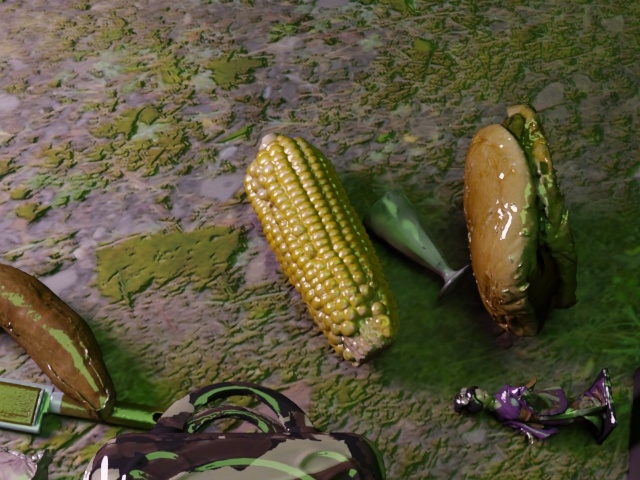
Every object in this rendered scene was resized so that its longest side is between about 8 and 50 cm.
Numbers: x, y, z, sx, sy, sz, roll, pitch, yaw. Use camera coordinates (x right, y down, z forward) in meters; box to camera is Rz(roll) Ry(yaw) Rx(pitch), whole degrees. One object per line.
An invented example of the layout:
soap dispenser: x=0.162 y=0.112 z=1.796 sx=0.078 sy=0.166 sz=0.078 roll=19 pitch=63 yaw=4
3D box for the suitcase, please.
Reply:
suitcase: x=-0.090 y=0.325 z=1.187 sx=0.351 sy=0.194 sz=0.339 roll=1 pitch=53 yaw=-11

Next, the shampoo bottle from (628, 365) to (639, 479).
shampoo bottle: x=0.452 y=0.240 z=1.402 sx=0.080 sy=0.079 sz=0.246 roll=16 pitch=58 yaw=-3

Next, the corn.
corn: x=0.000 y=0.000 z=1.430 sx=0.130 sy=0.130 sz=0.347 roll=-20 pitch=67 yaw=-21

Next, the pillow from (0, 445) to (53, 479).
pillow: x=-0.441 y=0.270 z=1.227 sx=0.255 sy=0.059 sz=0.169 roll=24 pitch=60 yaw=6

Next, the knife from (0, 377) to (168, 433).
knife: x=-0.345 y=0.201 z=1.304 sx=0.343 sy=0.027 sz=0.061 roll=11 pitch=63 yaw=-4

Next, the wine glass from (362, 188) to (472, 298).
wine glass: x=0.133 y=0.004 z=1.485 sx=0.073 sy=0.073 sz=0.155 roll=-34 pitch=71 yaw=-26

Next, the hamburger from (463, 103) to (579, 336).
hamburger: x=0.253 y=-0.023 z=1.416 sx=0.134 sy=0.265 sz=0.285 roll=-15 pitch=55 yaw=10

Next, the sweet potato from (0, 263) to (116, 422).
sweet potato: x=-0.353 y=0.116 z=1.324 sx=0.286 sy=0.085 sz=0.112 roll=39 pitch=76 yaw=10

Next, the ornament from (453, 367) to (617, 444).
ornament: x=0.275 y=0.210 z=1.385 sx=0.203 sy=0.081 sz=0.088 roll=5 pitch=59 yaw=-8
